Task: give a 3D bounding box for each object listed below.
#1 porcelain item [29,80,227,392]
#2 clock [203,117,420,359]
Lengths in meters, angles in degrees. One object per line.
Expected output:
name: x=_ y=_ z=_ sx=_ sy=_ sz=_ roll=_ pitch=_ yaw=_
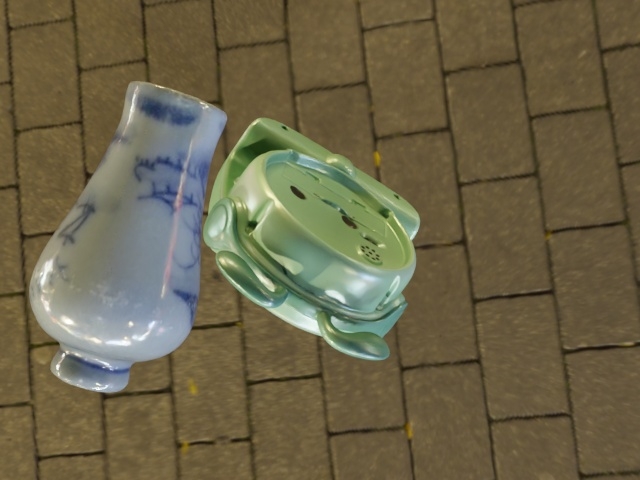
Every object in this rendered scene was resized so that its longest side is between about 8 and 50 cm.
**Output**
porcelain item: x=-0.160 y=-0.001 z=0.726 sx=0.141 sy=0.141 sz=0.259 roll=18 pitch=92 yaw=10
clock: x=-0.001 y=0.001 z=0.558 sx=0.148 sy=0.188 sz=0.060 roll=30 pitch=116 yaw=-14
